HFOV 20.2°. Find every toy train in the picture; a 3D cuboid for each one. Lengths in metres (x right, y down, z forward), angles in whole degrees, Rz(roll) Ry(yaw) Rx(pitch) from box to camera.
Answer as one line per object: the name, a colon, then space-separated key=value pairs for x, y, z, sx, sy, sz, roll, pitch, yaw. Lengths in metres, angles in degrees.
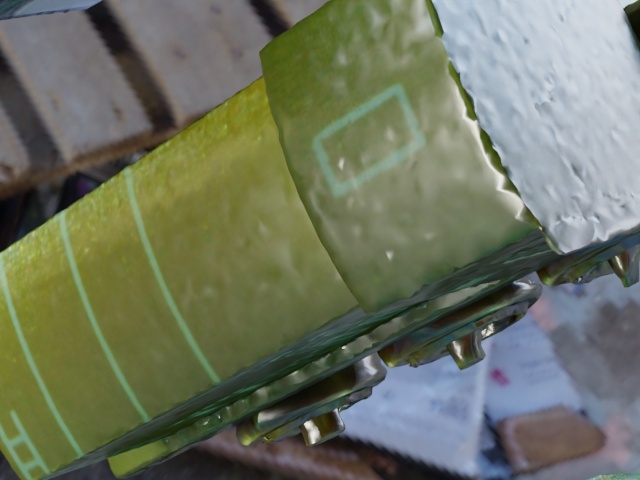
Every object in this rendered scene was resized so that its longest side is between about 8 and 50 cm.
toy train: x=0.000 y=0.000 z=0.468 sx=0.137 sy=0.225 sz=0.090 roll=-14 pitch=77 yaw=-52

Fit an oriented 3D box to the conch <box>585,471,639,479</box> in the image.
conch: x=0.271 y=0.253 z=1.327 sx=0.188 sy=0.122 sz=0.176 roll=-4 pitch=75 yaw=-21

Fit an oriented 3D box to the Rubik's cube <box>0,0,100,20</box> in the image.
Rubik's cube: x=-0.077 y=-0.161 z=0.465 sx=0.228 sy=0.228 sz=0.233 roll=11 pitch=17 yaw=-35
